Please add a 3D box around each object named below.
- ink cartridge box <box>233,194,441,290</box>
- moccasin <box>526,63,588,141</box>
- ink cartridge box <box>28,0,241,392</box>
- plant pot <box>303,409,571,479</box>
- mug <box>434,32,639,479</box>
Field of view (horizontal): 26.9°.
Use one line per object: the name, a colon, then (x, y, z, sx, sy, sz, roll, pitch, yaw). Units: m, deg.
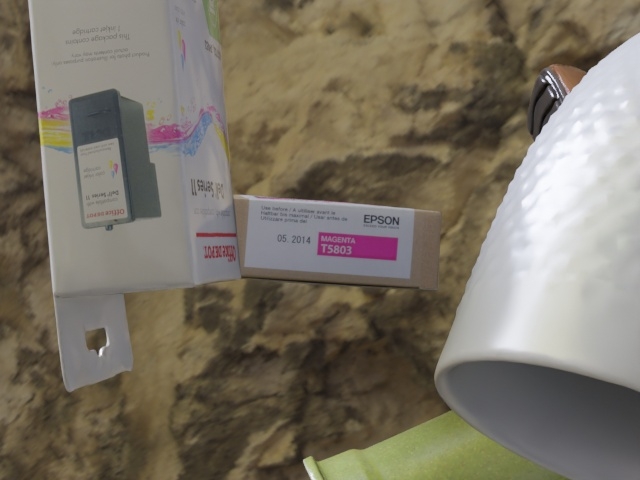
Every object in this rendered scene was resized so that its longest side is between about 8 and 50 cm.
ink cartridge box: (0.000, 0.000, 1.456, 0.234, 0.193, 0.088, 4, -89, -8)
moccasin: (0.325, -0.062, 1.433, 0.147, 0.139, 0.380, 5, -152, -7)
ink cartridge box: (-0.145, -0.062, 1.109, 0.119, 0.207, 0.354, -5, -90, 7)
plant pot: (0.159, 0.281, 1.391, 0.254, 0.276, 0.276, -32, -93, -4)
mug: (0.309, 0.031, 1.046, 0.374, 0.276, 0.328, 32, -112, -23)
